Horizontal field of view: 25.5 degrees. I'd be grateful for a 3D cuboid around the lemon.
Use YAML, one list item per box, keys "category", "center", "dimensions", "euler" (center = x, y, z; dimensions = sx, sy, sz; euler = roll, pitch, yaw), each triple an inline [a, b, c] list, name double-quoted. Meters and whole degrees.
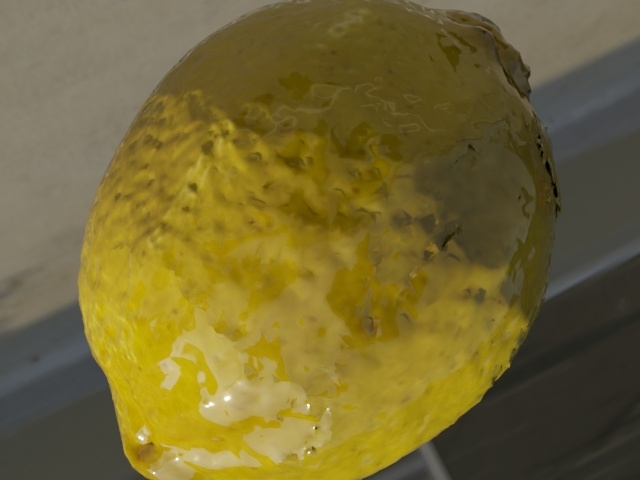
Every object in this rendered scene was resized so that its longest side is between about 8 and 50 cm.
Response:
- category: "lemon"
  center: [0.000, 0.000, 0.640]
  dimensions: [0.260, 0.204, 0.204]
  euler: [-52, 167, -8]
